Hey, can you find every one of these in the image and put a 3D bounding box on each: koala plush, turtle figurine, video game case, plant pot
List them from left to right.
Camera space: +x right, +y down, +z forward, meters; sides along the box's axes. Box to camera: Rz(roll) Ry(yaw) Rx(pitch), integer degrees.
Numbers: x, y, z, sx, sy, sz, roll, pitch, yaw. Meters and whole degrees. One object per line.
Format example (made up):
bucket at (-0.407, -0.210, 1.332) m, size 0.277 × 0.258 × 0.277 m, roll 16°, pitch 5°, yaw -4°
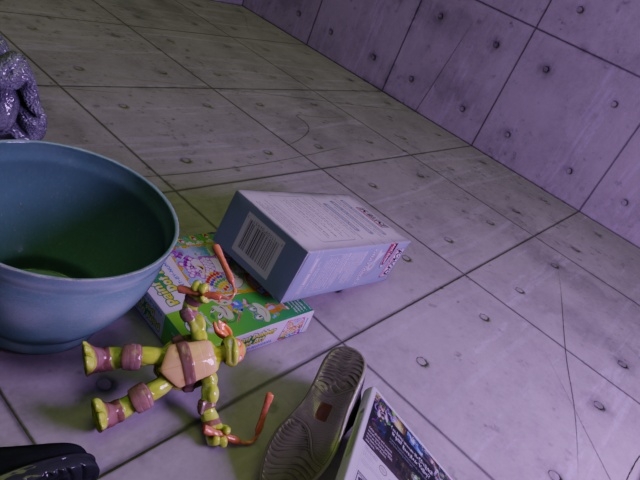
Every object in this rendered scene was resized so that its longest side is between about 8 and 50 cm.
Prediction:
koala plush at (-0.658, -0.250, 1.051) m, size 0.221 × 0.203 × 0.196 m, roll -28°, pitch 46°, yaw -29°
plant pot at (-0.363, 0.025, 0.747) m, size 0.293 × 0.196 × 0.293 m, roll 22°, pitch 29°, yaw -13°
turtle figurine at (-0.188, 0.149, 0.725) m, size 0.218 × 0.269 × 0.087 m, roll -9°, pitch -1°, yaw -27°
video game case at (0.101, 0.310, 0.711) m, size 0.190 × 0.022 × 0.173 m, roll 51°, pitch 29°, yaw -9°

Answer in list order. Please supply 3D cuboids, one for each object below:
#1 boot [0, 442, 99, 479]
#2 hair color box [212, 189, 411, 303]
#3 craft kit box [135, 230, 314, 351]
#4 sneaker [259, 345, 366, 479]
boot at (-0.377, 0.199, 0.561) m, size 0.247 × 0.094 × 0.207 m, roll -11°, pitch 48°, yaw -36°
hair color box at (0.000, 0.000, 1.071) m, size 0.185 × 0.113 × 0.375 m, roll 40°, pitch 24°, yaw 26°
craft kit box at (-0.180, 0.085, 0.932) m, size 0.247 × 0.060 × 0.250 m, roll -15°, pitch 47°, yaw -44°
sneaker at (0.003, 0.263, 0.755) m, size 0.083 × 0.118 × 0.222 m, roll 22°, pitch 56°, yaw 24°
